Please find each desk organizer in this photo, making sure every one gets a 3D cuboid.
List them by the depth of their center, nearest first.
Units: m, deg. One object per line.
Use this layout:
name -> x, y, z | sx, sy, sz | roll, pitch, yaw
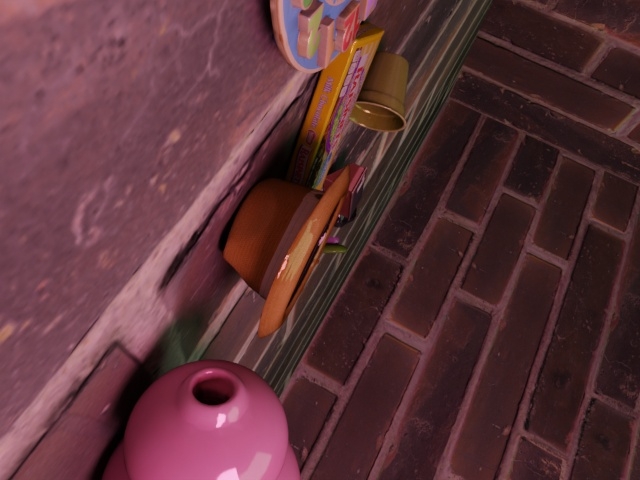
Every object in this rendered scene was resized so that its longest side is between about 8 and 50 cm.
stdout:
desk organizer -> 0.036, -0.081, 0.808 | 0.047, 0.050, 0.130 | -61, 172, -13

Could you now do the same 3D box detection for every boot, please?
boot -> 0.054, -0.083, 0.958 | 0.099, 0.045, 0.121 | -69, 169, 23

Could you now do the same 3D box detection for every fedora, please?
fedora -> -0.038, -0.003, 0.489 | 0.194, 0.079, 0.194 | 25, 90, -86

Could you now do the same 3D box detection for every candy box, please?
candy box -> 0.008, -0.127, 0.555 | 0.205, 0.027, 0.105 | -67, 173, 33

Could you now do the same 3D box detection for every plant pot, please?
plant pot -> 0.077, -0.190, 0.644 | 0.083, 0.084, 0.079 | 68, 38, -80

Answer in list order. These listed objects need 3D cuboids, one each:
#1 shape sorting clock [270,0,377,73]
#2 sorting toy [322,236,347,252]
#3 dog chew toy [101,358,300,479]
shape sorting clock -> 0.025, -0.209, 0.331 | 0.206, 0.040, 0.206 | -61, 172, -14
sorting toy -> 0.000, 0.000, 0.830 | 0.102, 0.061, 0.042 | -3, -93, 59
dog chew toy -> -0.108, 0.243, 0.474 | 0.206, 0.207, 0.331 | -52, 160, -53
